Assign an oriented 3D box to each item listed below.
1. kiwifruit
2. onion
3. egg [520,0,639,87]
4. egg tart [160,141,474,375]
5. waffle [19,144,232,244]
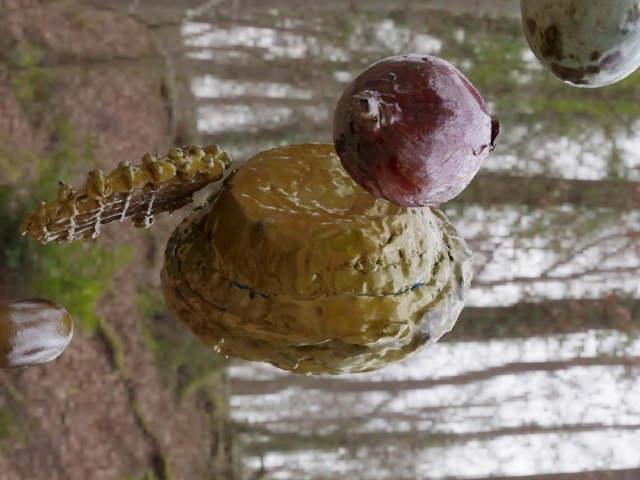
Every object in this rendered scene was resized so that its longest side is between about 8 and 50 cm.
[{"bbox_3d":[-0.298,0.092,1.419,0.075,0.124,0.075,-1,-92,30],"label":"kiwifruit"},{"bbox_3d":[0.076,-0.111,1.392,0.159,0.195,0.159,-2,-95,28],"label":"onion"},{"bbox_3d":[0.323,-0.295,1.701,0.169,0.169,0.231,-14,-110,64],"label":"egg"},{"bbox_3d":[0.000,0.000,1.701,0.388,0.388,0.169,-123,-152,-49],"label":"egg tart"},{"bbox_3d":[-0.228,-0.053,1.670,0.228,0.231,0.051,-23,-98,26],"label":"waffle"}]
